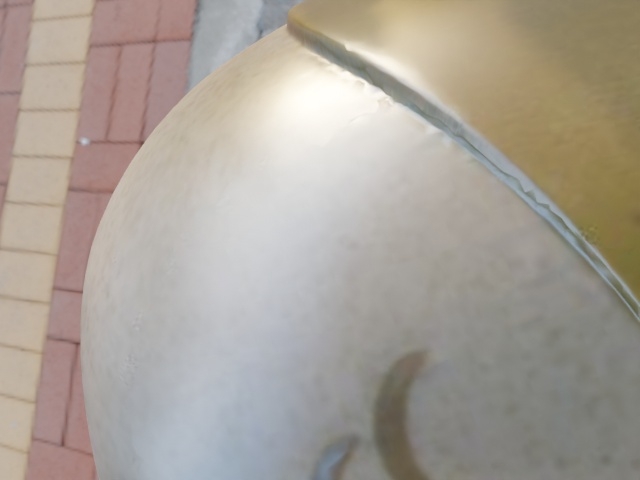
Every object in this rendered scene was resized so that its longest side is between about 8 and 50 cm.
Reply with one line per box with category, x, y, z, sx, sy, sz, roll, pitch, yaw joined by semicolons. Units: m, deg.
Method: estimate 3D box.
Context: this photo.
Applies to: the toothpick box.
toothpick box;0.139;0.042;0.518;0.425;0.409;0.409;-17;73;16
